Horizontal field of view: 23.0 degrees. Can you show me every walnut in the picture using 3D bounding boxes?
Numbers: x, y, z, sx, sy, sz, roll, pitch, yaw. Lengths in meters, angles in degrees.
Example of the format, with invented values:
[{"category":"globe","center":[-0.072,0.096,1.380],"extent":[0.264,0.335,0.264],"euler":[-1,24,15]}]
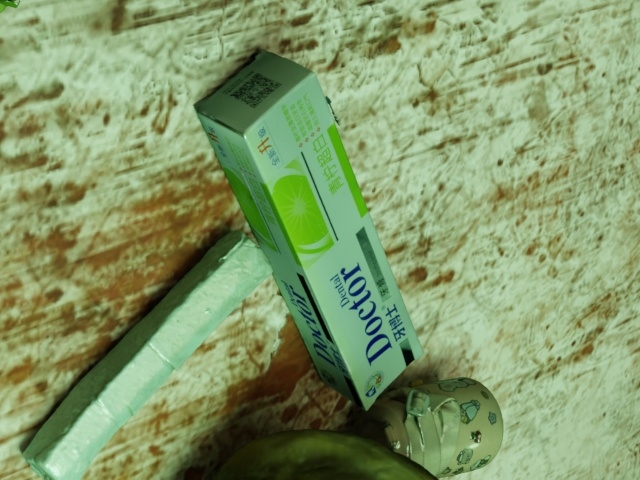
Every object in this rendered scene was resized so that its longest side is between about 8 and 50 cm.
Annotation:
[{"category":"walnut","center":[0.015,0.280,1.284],"extent":[0.227,0.283,0.283],"euler":[-34,134,-55]}]

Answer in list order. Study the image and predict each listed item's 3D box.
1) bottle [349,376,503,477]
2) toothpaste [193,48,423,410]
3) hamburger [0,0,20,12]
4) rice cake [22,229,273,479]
[{"category":"bottle","center":[0.091,0.178,1.451],"extent":[0.152,0.099,0.099],"euler":[-3,112,-43]},{"category":"toothpaste","center":[0.000,0.000,1.277],"extent":[0.081,0.067,0.336],"euler":[-42,136,-20]},{"category":"hamburger","center":[-0.226,-0.210,0.893],"extent":[0.164,0.093,0.189],"euler":[-33,130,-30]},{"category":"rice cake","center":[-0.129,0.087,1.199],"extent":[0.245,0.042,0.045],"euler":[-46,122,-18]}]
